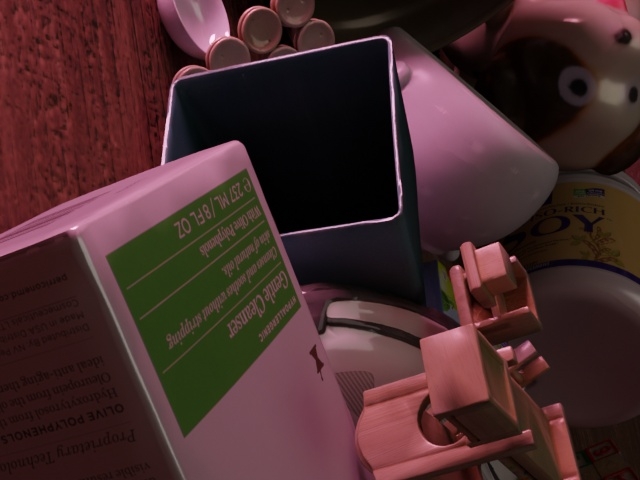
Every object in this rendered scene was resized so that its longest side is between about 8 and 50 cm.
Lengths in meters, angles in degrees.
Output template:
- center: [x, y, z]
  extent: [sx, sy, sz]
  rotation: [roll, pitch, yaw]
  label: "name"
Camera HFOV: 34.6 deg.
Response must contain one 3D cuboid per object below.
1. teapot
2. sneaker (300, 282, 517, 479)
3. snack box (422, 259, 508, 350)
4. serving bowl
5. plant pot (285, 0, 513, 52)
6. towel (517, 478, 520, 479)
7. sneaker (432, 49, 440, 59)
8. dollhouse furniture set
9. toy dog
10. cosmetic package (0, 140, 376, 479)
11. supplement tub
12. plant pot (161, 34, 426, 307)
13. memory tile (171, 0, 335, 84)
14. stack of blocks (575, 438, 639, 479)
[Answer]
- center: [0.093, -0.075, 1.015]
  extent: [0.256, 0.187, 0.252]
  rotation: [39, 12, -9]
  label: "teapot"
- center: [0.061, 0.224, 0.745]
  extent: [0.447, 0.169, 0.258]
  rotation: [50, 31, -49]
  label: "sneaker"
- center: [0.147, 0.142, 1.110]
  extent: [0.207, 0.070, 0.175]
  rotation: [39, 41, -50]
  label: "snack box"
- center: [-0.107, -0.183, 0.829]
  extent: [0.083, 0.027, 0.083]
  rotation: [44, 37, -48]
  label: "serving bowl"
- center: [0.060, -0.375, 1.019]
  extent: [0.323, 0.323, 0.280]
  rotation: [11, 50, -63]
  label: "plant pot"
- center: [0.297, 0.266, 1.407]
  extent: [0.237, 0.021, 0.102]
  rotation: [-15, 88, -65]
  label: "towel"
- center: [0.105, -0.326, 1.325]
  extent: [0.121, 0.079, 0.217]
  rotation: [5, 77, -69]
  label: "sneaker"
- center: [0.065, 0.063, 0.604]
  extent: [0.182, 0.101, 0.161]
  rotation: [44, 31, -51]
  label: "dollhouse furniture set"
- center: [0.271, -0.260, 1.286]
  extent: [0.284, 0.395, 0.408]
  rotation: [24, 33, -24]
  label: "toy dog"
- center: [-0.070, 0.156, 0.543]
  extent: [0.366, 0.155, 0.197]
  rotation: [67, 22, -11]
  label: "cosmetic package"
- center: [0.343, 0.059, 1.372]
  extent: [0.241, 0.241, 0.331]
  rotation: [61, 27, -25]
  label: "supplement tub"
- center: [0.000, 0.000, 0.777]
  extent: [0.234, 0.165, 0.166]
  rotation: [66, 19, -51]
  label: "plant pot"
- center: [-0.044, -0.129, 0.836]
  extent: [0.148, 0.012, 0.113]
  rotation: [-43, 123, -15]
  label: "memory tile"
- center: [0.440, 0.453, 1.443]
  extent: [0.171, 0.087, 0.297]
  rotation: [-103, 169, -73]
  label: "stack of blocks"
